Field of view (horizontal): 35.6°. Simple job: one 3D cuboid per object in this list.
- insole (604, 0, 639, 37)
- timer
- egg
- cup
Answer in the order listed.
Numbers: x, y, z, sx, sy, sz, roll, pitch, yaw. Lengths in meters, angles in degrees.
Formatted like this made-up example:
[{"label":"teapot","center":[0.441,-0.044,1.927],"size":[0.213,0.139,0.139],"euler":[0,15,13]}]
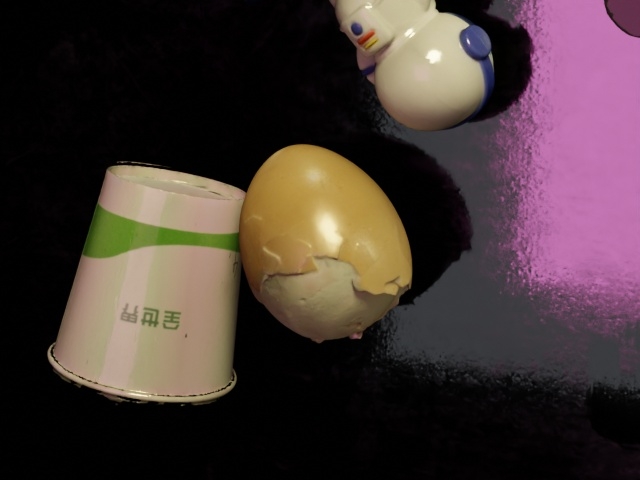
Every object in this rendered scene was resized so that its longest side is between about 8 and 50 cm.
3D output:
[{"label":"insole","center":[0.428,-0.344,1.002],"size":[0.119,0.009,0.348],"euler":[50,119,12]},{"label":"timer","center":[0.051,-0.287,1.113],"size":[0.270,0.270,0.383],"euler":[-33,100,30]},{"label":"egg","center":[0.000,0.000,1.206],"size":[0.201,0.201,0.244],"euler":[-28,74,31]},{"label":"cup","center":[-0.213,0.050,1.317],"size":[0.253,0.253,0.274],"euler":[17,103,25]}]
